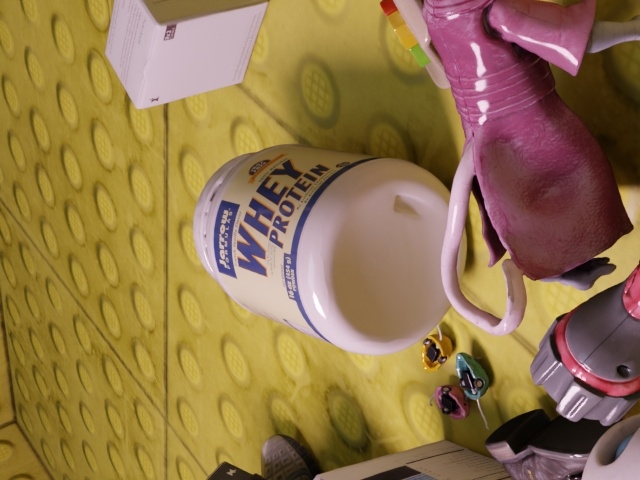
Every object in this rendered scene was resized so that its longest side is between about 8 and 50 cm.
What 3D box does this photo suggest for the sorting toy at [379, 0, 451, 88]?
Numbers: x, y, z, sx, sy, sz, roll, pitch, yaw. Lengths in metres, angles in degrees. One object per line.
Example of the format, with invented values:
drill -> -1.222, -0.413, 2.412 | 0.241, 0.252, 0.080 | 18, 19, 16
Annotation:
sorting toy -> 0.079, -0.265, 1.225 | 0.193, 0.038, 0.208 | 62, -173, 12

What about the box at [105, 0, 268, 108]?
box -> -0.195, -0.304, 1.611 | 0.119, 0.181, 0.181 | 58, 149, 21

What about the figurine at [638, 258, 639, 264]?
figurine -> 0.393, 0.004, 0.939 | 0.215, 0.092, 0.209 | 46, 140, 33

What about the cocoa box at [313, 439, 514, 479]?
cocoa box -> 0.151, 0.466, 1.435 | 0.228, 0.231, 0.347 | 10, 106, 56

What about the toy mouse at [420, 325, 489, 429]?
toy mouse -> 0.183, 0.185, 1.453 | 0.143, 0.031, 0.161 | 48, 145, 33

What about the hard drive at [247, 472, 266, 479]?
hard drive -> -0.075, 0.530, 1.651 | 0.237, 0.064, 0.339 | 35, 124, 12

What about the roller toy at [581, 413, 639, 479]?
roller toy -> 0.351, 0.253, 1.060 | 0.146, 0.209, 0.191 | -30, 48, 60

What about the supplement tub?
supplement tub -> 0.000, 0.000, 1.429 | 0.324, 0.235, 0.236 | 15, 121, 55

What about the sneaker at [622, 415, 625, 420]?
sneaker -> 0.315, 0.201, 1.242 | 0.037, 0.032, 0.083 | 19, 123, 54

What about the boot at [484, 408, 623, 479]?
boot -> 0.308, 0.294, 1.245 | 0.229, 0.091, 0.263 | 55, 161, -1

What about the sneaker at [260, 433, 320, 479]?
sneaker -> -0.051, 0.474, 1.959 | 0.129, 0.111, 0.297 | 8, 115, 63

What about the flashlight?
flashlight -> 0.283, 0.030, 0.932 | 0.103, 0.103, 0.304 | -91, 19, -44

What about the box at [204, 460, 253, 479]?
box -> -0.076, 0.586, 1.829 | 0.343, 0.179, 0.313 | 21, 122, 20

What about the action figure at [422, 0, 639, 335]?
action figure -> 0.159, -0.143, 1.062 | 0.248, 0.275, 0.370 | 21, 140, 60
